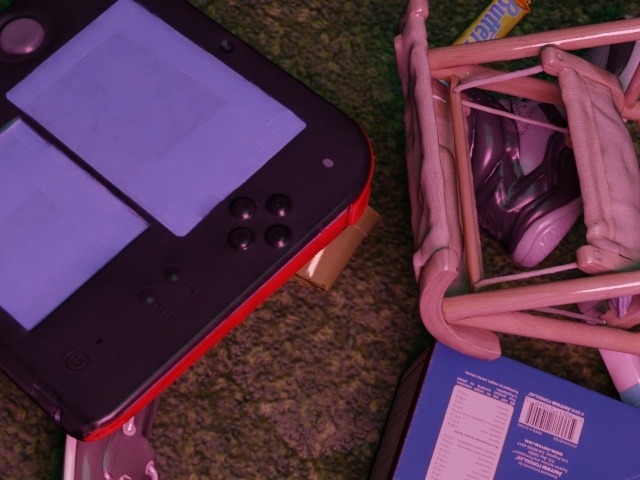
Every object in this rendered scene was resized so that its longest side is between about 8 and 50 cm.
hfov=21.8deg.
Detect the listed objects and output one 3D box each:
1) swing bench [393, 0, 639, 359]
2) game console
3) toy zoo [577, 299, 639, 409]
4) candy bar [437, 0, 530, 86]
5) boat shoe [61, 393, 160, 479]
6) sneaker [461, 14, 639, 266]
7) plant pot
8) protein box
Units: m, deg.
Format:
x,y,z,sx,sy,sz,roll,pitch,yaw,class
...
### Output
x,y,z,sx,sy,sz,roll,pitch,yaw,class
0.184,-0.047,1.328,0.255,0.165,0.253,1,60,-6,swing bench
-0.185,-0.056,1.362,0.342,0.060,0.386,-40,59,-22,game console
0.337,0.120,1.450,0.192,0.030,0.293,-11,71,-37,toy zoo
0.141,-0.182,1.565,0.040,0.018,0.161,41,69,4,candy bar
-0.152,0.129,1.343,0.096,0.112,0.335,5,66,-4,boat shoe
0.193,-0.120,1.505,0.153,0.101,0.268,29,70,-3,sneaker
0.000,0.000,1.443,0.083,0.083,0.079,26,79,-1,plant pot
0.143,0.216,1.354,0.200,0.136,0.201,21,67,-3,protein box
